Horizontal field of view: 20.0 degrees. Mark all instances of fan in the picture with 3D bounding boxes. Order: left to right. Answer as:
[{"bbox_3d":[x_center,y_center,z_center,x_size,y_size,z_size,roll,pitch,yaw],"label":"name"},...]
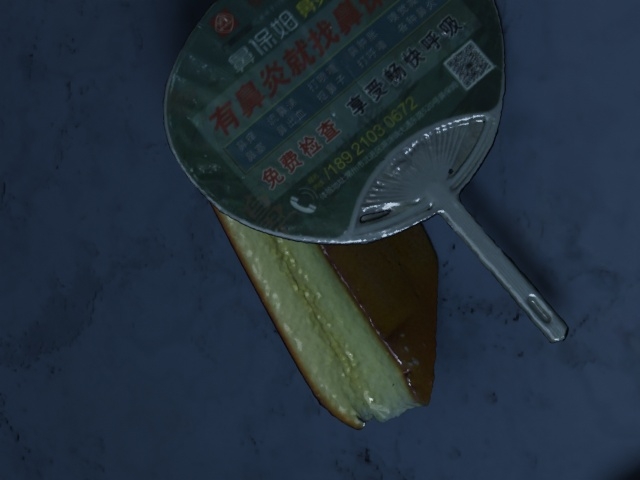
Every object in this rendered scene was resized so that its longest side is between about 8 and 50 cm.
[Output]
[{"bbox_3d":[0.053,-0.089,1.146,0.294,0.012,0.223,21,84,6],"label":"fan"}]

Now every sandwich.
[{"bbox_3d":[0.000,0.000,1.202,0.094,0.096,0.258,-33,83,39],"label":"sandwich"}]
